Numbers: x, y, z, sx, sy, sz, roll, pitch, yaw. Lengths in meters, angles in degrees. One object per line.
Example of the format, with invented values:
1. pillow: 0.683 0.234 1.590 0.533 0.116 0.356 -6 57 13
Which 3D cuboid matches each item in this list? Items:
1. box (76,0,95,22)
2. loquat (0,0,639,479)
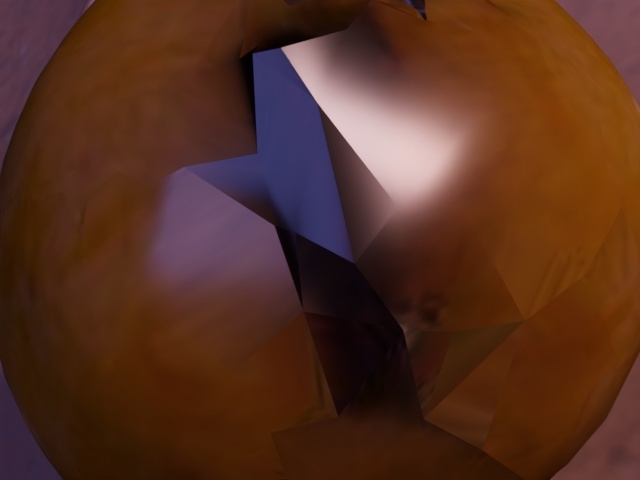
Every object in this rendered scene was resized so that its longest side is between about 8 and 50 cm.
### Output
1. box: -0.027 -0.106 0.679 0.200 0.088 0.146 -45 53 15
2. loquat: 0.000 0.000 0.529 0.235 0.235 0.235 -14 65 33
